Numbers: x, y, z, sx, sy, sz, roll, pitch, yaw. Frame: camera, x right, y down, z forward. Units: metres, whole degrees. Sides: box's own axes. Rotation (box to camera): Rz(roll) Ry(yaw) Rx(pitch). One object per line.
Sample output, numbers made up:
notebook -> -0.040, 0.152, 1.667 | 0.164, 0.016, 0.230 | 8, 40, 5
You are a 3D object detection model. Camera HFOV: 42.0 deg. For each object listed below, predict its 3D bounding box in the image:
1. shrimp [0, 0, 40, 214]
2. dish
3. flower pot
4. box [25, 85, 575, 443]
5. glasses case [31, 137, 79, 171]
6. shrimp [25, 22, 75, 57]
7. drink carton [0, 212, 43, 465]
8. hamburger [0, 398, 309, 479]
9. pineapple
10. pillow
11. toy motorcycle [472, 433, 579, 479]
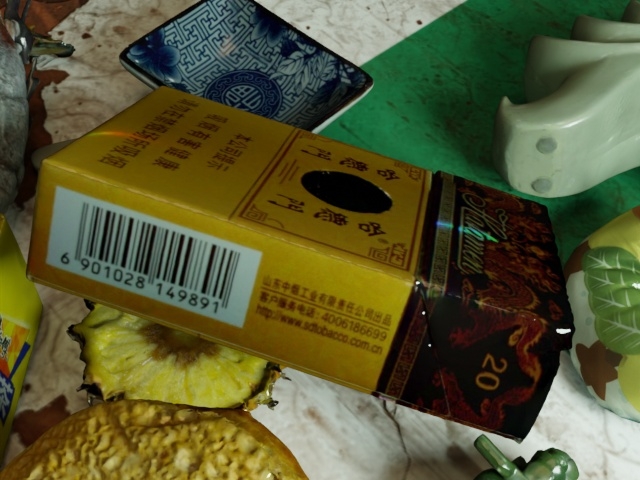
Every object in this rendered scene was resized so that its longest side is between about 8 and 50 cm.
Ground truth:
shrimp -> -0.363, -0.149, 0.891 | 0.116, 0.145, 0.343 | 18, 61, -33
dish -> -0.085, -0.173, 0.960 | 0.243, 0.080, 0.182 | 37, 60, 22
flower pot -> 0.382, -0.144, 0.895 | 0.367, 0.164, 0.254 | 9, 46, 17
box -> 0.000, 0.001, 0.732 | 0.415, 0.116, 0.264 | 18, 24, 4
glasses case -> -0.279, -0.096, 0.930 | 0.083, 0.021, 0.032 | -15, 55, -13
shrimp -> -0.432, -0.218, 0.990 | 0.254, 0.059, 0.145 | 11, 57, 5
drink carton -> -0.325, 0.156, 0.662 | 0.111, 0.154, 0.351 | 4, 54, 0
hamburger -> -0.122, 0.269, 0.558 | 0.290, 0.170, 0.314 | 9, 59, 28
pineapple -> -0.119, 0.098, 0.764 | 0.225, 0.076, 0.225 | 0, 51, -1
pillow -> 0.328, 0.059, 0.769 | 0.214, 0.086, 0.233 | -20, 45, 28
toy motorcycle -> 0.136, 0.282, 0.614 | 0.275, 0.127, 0.205 | -33, 59, -20
